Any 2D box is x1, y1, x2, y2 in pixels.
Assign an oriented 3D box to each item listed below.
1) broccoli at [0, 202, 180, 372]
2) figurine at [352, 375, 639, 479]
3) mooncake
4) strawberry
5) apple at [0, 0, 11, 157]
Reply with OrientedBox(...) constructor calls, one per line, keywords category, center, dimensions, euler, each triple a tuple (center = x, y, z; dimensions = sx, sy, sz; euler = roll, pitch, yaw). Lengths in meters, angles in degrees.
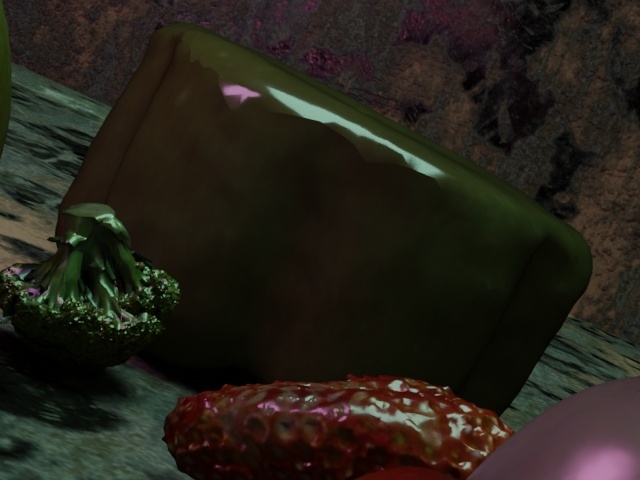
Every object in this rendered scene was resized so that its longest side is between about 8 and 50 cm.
OrientedBox(category="broccoli", center=(-0.165, 0.035, 1.016), dimensions=(0.131, 0.120, 0.130), euler=(-3, 21, -14))
OrientedBox(category="figurine", center=(0.158, 0.170, 0.683), dimensions=(0.261, 0.211, 0.269), euler=(19, 9, -37))
OrientedBox(category="mooncake", center=(0.000, 0.000, 1.294), dimensions=(0.467, 0.262, 0.467), euler=(25, 5, -2))
OrientedBox(category="strawberry", center=(0.041, 0.129, 0.844), dimensions=(0.236, 0.107, 0.175), euler=(5, 41, -30))
OrientedBox(category="apple", center=(-0.321, -0.105, 0.764), dimensions=(0.277, 0.319, 0.319), euler=(25, 6, 30))
